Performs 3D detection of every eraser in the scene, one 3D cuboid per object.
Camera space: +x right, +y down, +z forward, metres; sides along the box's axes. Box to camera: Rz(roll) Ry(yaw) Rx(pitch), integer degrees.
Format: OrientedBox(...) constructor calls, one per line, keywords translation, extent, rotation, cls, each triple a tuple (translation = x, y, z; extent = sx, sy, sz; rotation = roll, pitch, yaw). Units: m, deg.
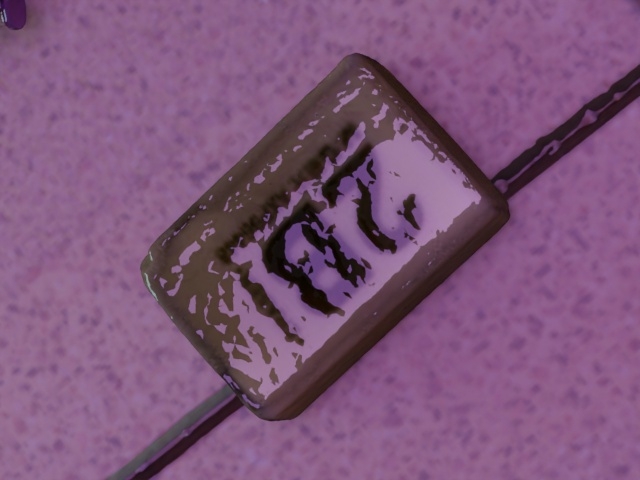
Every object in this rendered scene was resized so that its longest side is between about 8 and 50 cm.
OrientedBox(translation=(0.000, 0.000, 1.034), extent=(0.172, 0.058, 0.117), rotation=(-43, 79, 10), cls="eraser")

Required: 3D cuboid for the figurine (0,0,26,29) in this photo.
OrientedBox(translation=(-0.217, -0.193, 1.080), extent=(0.115, 0.095, 0.156), rotation=(9, 110, 35), cls="figurine")
